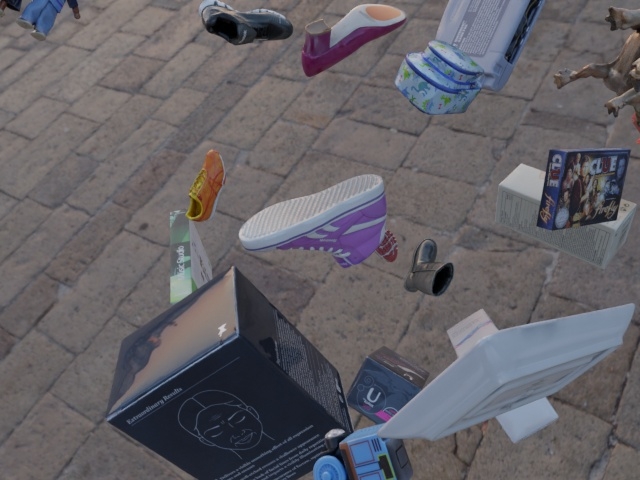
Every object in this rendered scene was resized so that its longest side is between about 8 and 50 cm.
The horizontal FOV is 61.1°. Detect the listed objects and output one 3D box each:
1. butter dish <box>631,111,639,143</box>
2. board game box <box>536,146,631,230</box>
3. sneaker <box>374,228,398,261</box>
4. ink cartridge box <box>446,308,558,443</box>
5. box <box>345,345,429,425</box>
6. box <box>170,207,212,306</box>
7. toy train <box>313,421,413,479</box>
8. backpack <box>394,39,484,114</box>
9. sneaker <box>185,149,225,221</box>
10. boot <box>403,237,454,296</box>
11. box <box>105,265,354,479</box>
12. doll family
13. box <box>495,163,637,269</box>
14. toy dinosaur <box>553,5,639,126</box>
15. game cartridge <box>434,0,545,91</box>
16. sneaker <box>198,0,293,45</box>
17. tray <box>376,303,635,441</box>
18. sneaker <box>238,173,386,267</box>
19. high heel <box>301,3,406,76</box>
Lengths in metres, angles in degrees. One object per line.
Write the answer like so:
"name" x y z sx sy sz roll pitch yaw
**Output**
"butter dish" 0.834 -0.327 1.336 0.118 0.160 0.160 43 104 0
"board game box" 0.569 -0.115 1.168 0.243 0.165 0.042 -8 19 -32
"sneaker" 0.187 -0.010 1.869 0.088 0.093 0.225 -29 59 -15
"ink cartridge box" 0.452 0.331 1.392 0.131 0.306 0.226 -35 94 11
"box" 0.187 0.401 1.484 0.165 0.270 0.143 28 93 17
"box" -0.326 0.107 1.392 0.058 0.232 0.322 -15 44 -4
"toy train" 0.062 0.303 0.619 0.105 0.080 0.184 -23 76 23
"backpack" 0.171 -0.239 0.793 0.114 0.084 0.105 -21 60 -41
"sneaker" -0.264 -0.122 1.243 0.064 0.175 0.067 26 19 33
"boot" 0.315 0.071 1.533 0.076 0.208 0.190 21 79 -4
"box" -0.164 0.303 1.083 0.293 0.395 0.212 -33 33 10
"doll family" -0.369 -0.336 0.650 0.075 0.193 0.112 14 73 16
"box" 0.627 -0.069 1.418 0.311 0.148 0.121 31 58 34
"toy dinosaur" 0.495 -0.281 0.797 0.200 0.296 0.127 -24 72 -10
"game cartridge" 0.324 -0.439 1.036 0.196 0.060 0.294 34 104 47
"sneaker" -0.178 -0.514 1.319 0.234 0.078 0.106 5 49 -19
"tray" 0.183 0.120 0.485 0.270 0.145 0.030 0 48 -41
"sneaker" 0.001 0.000 0.976 0.282 0.161 0.102 -19 33 -16
"high heel" 0.072 -0.427 1.170 0.244 0.117 0.082 -25 63 -20
